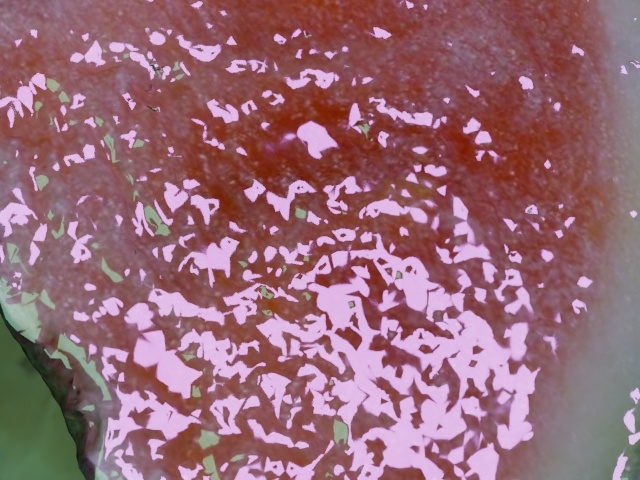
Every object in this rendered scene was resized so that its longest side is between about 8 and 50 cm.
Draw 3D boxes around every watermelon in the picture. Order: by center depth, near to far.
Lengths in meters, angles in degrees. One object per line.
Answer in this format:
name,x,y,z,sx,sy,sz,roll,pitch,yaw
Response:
watermelon,0.000,0.000,0.483,0.231,0.193,0.310,12,80,8
